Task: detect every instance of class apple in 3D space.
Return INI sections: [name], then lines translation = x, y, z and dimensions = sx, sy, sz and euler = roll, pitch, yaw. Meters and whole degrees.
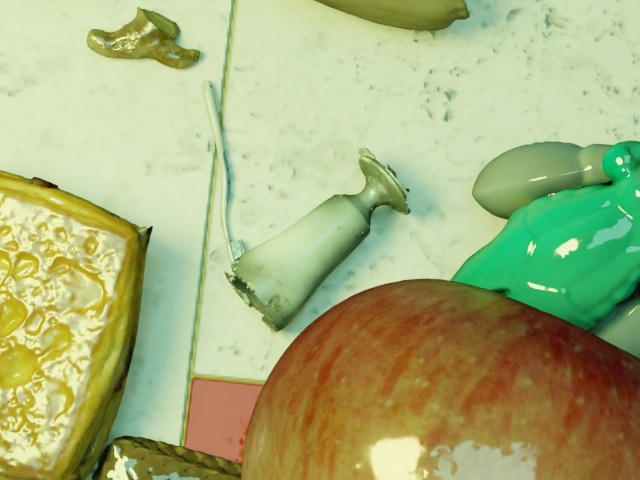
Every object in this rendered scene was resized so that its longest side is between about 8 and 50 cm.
[apple]
translation = 0.110, 0.186, 0.884
dimensions = 0.344, 0.345, 0.269
euler = 27, 80, 1

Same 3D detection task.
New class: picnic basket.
[picnic basket]
translation = -0.090, 0.223, 0.997
dimensions = 0.193, 0.055, 0.110
euler = 17, 78, -2

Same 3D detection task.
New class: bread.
[bread]
translation = -0.245, 0.067, 0.997
dimensions = 0.210, 0.099, 0.235
euler = 18, 84, 2

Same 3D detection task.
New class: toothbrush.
[toothbrush]
translation = -0.084, -0.058, 1.073
dimensions = 0.017, 0.014, 0.162
euler = -14, 80, 8

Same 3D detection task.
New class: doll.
[doll]
translation = 0.227, 0.015, 1.003
dimensions = 0.258, 0.153, 0.195
euler = -2, 92, 37

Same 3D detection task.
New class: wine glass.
[wine glass]
translation = 0.000, 0.000, 1.041
dimensions = 0.155, 0.072, 0.072
euler = -41, 84, -10

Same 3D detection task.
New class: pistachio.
[pistachio]
translation = 0.041, -0.251, 1.063
dimensions = 0.206, 0.131, 0.130
euler = 22, 86, -5

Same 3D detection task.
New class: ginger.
[ginger]
translation = -0.149, -0.175, 1.082
dimensions = 0.097, 0.030, 0.048
euler = 9, 80, -4
